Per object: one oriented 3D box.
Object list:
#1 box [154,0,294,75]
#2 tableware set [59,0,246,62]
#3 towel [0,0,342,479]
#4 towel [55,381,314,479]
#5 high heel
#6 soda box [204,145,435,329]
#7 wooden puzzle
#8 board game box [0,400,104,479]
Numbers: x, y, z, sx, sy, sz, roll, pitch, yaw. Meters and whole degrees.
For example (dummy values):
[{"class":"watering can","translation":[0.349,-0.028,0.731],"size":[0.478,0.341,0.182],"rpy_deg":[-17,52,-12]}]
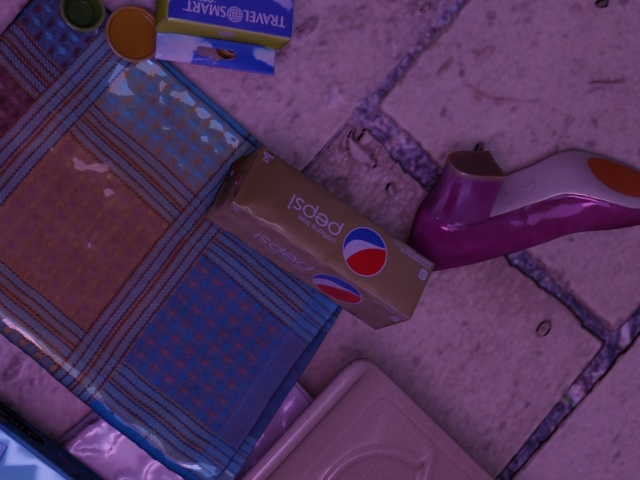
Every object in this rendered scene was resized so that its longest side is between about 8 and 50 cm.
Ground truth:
[{"class":"box","translation":[-0.075,-0.230,1.146],"size":[0.109,0.042,0.178],"rpy_deg":[6,80,-21]},{"class":"tableware set","translation":[-0.131,-0.190,1.151],"size":[0.154,0.024,0.104],"rpy_deg":[20,72,-20]},{"class":"towel","translation":[-0.147,-0.005,1.141],"size":[0.370,0.040,0.271],"rpy_deg":[42,64,-15]},{"class":"towel","translation":[-0.108,0.272,1.228],"size":[0.332,0.053,0.317],"rpy_deg":[-41,103,-7]},{"class":"high heel","translation":[0.198,-0.014,1.266],"size":[0.244,0.082,0.117],"rpy_deg":[0,130,-27]},{"class":"soda box","translation":[0.000,0.000,1.159],"size":[0.181,0.061,0.058],"rpy_deg":[33,66,-18]},{"class":"wooden puzzle","translation":[0.030,0.314,1.206],"size":[0.322,0.080,0.348],"rpy_deg":[-47,110,-5]},{"class":"board game box","translation":[-0.357,0.210,1.109],"size":[0.336,0.079,0.253],"rpy_deg":[38,87,-2]}]
